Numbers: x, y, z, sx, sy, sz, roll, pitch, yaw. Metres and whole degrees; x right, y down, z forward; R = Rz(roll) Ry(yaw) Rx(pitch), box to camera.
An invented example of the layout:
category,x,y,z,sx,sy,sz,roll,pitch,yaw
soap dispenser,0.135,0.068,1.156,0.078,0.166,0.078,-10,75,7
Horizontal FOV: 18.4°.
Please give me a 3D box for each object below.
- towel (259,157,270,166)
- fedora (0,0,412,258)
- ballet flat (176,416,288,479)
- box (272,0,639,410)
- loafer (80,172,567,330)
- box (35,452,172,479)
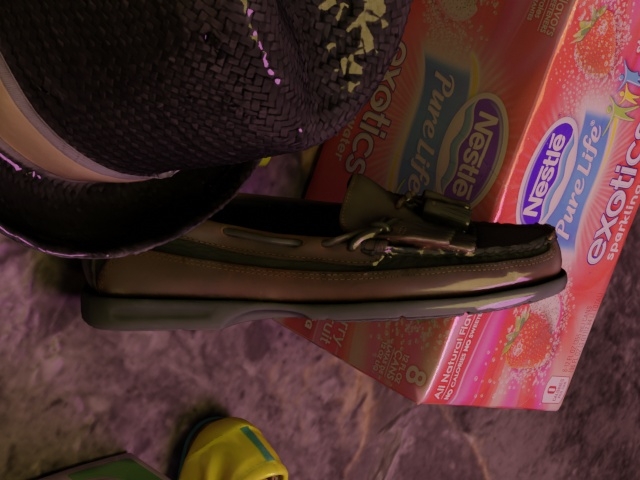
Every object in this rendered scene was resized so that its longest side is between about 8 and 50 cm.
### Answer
category,x,y,z,sx,sy,sz,roll,pitch,yaw
towel,-0.086,-0.088,0.981,0.237,0.021,0.102,2,122,-52
fedora,-0.052,-0.153,0.836,0.334,0.152,0.334,-12,104,-52
ballet flat,-0.065,0.222,1.241,0.077,0.077,0.231,-10,119,-45
box,0.105,-0.059,1.210,0.154,0.142,0.300,9,105,-49
loafer,0.000,0.000,1.075,0.267,0.096,0.084,-4,99,0
box,-0.083,0.284,1.111,0.127,0.262,0.231,-13,120,-44
